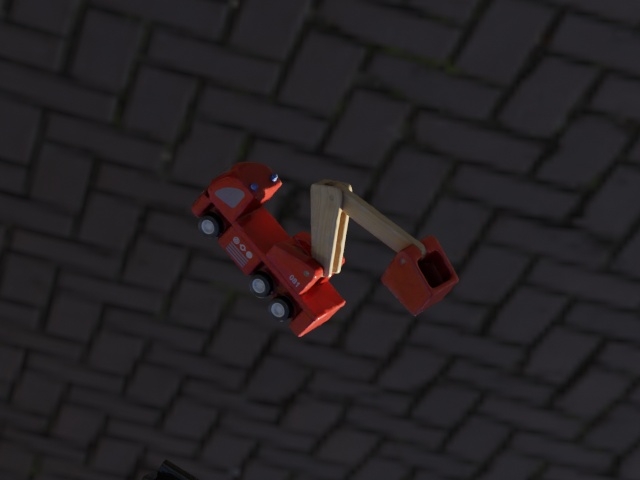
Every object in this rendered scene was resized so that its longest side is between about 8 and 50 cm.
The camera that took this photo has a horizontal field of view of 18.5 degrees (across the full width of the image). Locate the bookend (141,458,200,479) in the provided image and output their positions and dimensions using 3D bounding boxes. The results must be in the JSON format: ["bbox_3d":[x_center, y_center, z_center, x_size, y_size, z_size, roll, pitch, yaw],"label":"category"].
[{"bbox_3d":[-0.194,0.327,2.133,0.072,0.157,0.156,31,-178,9],"label":"bookend"}]

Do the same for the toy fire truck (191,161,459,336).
[{"bbox_3d":[0.000,0.000,1.511,0.192,0.047,0.135,50,125,9],"label":"toy fire truck"}]
